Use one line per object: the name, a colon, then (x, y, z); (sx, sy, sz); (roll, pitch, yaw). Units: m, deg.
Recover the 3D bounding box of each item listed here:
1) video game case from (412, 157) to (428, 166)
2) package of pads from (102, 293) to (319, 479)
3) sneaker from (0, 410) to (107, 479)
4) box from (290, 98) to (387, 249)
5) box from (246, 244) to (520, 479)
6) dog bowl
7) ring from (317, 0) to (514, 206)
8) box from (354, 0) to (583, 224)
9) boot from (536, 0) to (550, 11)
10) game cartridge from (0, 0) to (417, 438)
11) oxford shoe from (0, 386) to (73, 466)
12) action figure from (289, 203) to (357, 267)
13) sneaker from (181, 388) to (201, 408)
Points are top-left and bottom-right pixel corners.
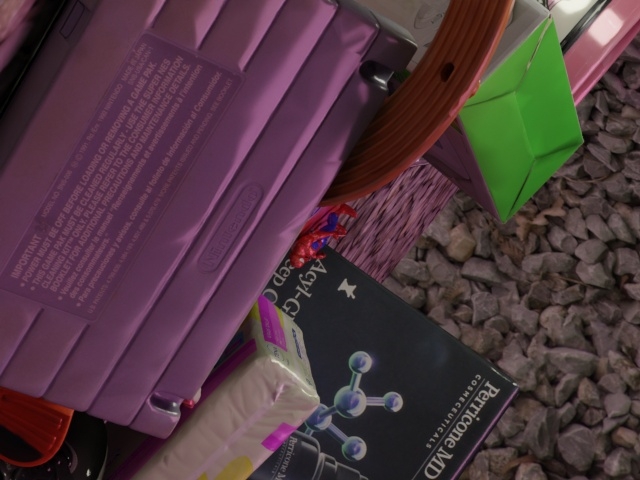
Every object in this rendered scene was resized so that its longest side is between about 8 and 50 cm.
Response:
video game case: (0.071, -0.096, 1.846); (0.210, 0.042, 0.232); (-14, -176, -38)
package of pads: (-0.138, 0.203, 1.781); (0.296, 0.101, 0.229); (-44, -163, 8)
sneaker: (-0.295, 0.238, 1.623); (0.283, 0.107, 0.124); (-46, 163, -44)
box: (-0.036, -0.105, 1.545); (0.154, 0.142, 0.300); (-51, 172, -7)
box: (-0.004, 0.181, 2.000); (0.293, 0.395, 0.212); (-54, 172, -3)
dog bowl: (0.271, -0.232, 2.071); (0.408, 0.150, 0.408); (-48, 175, -6)
ring: (0.040, -0.184, 1.239); (0.032, 0.336, 0.337); (20, 112, -36)
box: (0.114, -0.174, 1.558); (0.127, 0.231, 0.262); (-45, 155, -6)
boot: (0.124, -0.265, 1.818); (0.131, 0.348, 0.260); (3, 83, -49)
game cartridge: (-0.118, -0.041, 1.150); (0.355, 0.230, 0.068); (-57, -151, 16)
oxford shoe: (-0.224, 0.079, 1.488); (0.271, 0.097, 0.098); (-53, -168, 30)
action figure: (0.000, 0.000, 1.592); (0.038, 0.030, 0.115); (-51, 172, 35)
sneaker: (-0.161, 0.080, 1.659); (0.112, 0.120, 0.299); (-63, -170, 9)
